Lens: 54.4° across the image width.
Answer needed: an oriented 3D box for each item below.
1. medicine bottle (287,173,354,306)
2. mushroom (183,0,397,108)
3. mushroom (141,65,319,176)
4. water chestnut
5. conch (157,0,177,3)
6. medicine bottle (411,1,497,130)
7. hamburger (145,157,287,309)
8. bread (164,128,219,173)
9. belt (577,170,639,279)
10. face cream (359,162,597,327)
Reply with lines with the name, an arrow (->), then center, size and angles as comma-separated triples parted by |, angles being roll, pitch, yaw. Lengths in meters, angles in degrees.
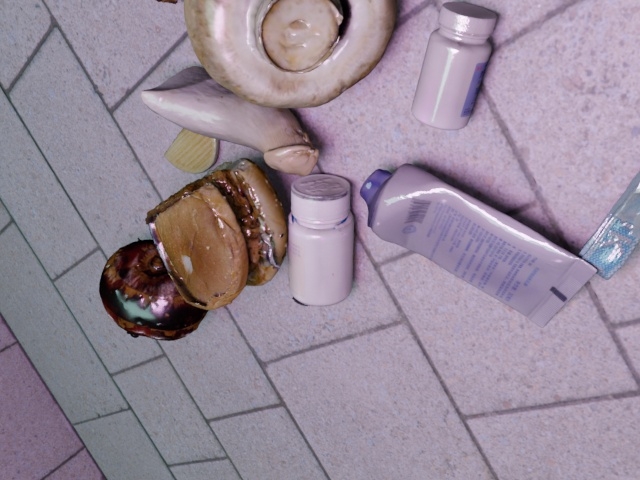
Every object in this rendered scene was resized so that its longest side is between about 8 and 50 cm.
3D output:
medicine bottle -> 0.000, 0.000, 1.318 | 0.143, 0.143, 0.258 | 18, 124, 29
mushroom -> -0.046, -0.380, 1.027 | 0.260, 0.352, 0.352 | -112, 22, -57
mushroom -> -0.162, -0.246, 1.292 | 0.397, 0.177, 0.126 | 23, 128, 20
water chestnut -> -0.434, 0.151, 1.636 | 0.300, 0.300, 0.300 | 18, 123, 29
conch -> -0.379, -0.584, 1.333 | 0.086, 0.080, 0.232 | -37, 88, 35
medicine bottle -> 0.219, -0.285, 1.025 | 0.103, 0.103, 0.186 | 28, 127, 23
hamburger -> -0.217, -0.005, 1.313 | 0.318, 0.195, 0.276 | -12, 106, 46
bread -> -0.292, -0.224, 1.494 | 0.112, 0.036, 0.193 | 47, 130, -1
belt -> 0.498, -0.063, 0.943 | 0.072, 0.087, 0.302 | 39, 131, 21
face cream -> 0.258, 0.000, 1.132 | 0.420, 0.137, 0.234 | 33, 150, 14
